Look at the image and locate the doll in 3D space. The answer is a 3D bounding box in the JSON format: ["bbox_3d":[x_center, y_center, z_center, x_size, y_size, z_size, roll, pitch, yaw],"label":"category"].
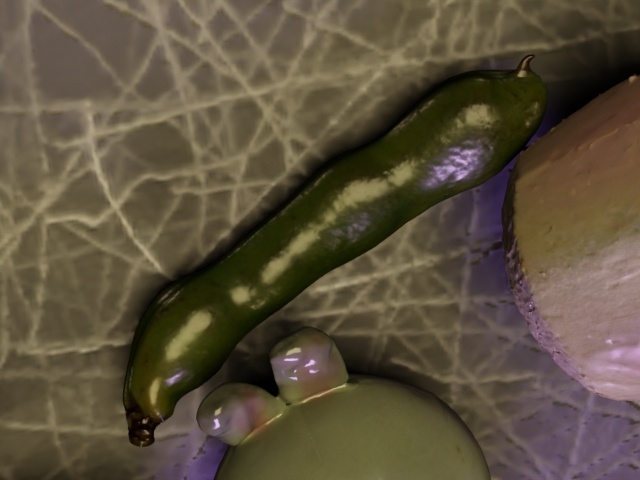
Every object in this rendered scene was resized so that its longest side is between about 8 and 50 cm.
[{"bbox_3d":[0.028,0.163,0.644,0.155,0.113,0.275,-30,104,0],"label":"doll"}]

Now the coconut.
[{"bbox_3d":[0.170,-0.008,0.583,0.147,0.147,0.153,41,135,-21],"label":"coconut"}]

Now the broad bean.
[{"bbox_3d":[0.000,-0.001,0.613,0.256,0.053,0.052,-39,149,1],"label":"broad bean"}]
